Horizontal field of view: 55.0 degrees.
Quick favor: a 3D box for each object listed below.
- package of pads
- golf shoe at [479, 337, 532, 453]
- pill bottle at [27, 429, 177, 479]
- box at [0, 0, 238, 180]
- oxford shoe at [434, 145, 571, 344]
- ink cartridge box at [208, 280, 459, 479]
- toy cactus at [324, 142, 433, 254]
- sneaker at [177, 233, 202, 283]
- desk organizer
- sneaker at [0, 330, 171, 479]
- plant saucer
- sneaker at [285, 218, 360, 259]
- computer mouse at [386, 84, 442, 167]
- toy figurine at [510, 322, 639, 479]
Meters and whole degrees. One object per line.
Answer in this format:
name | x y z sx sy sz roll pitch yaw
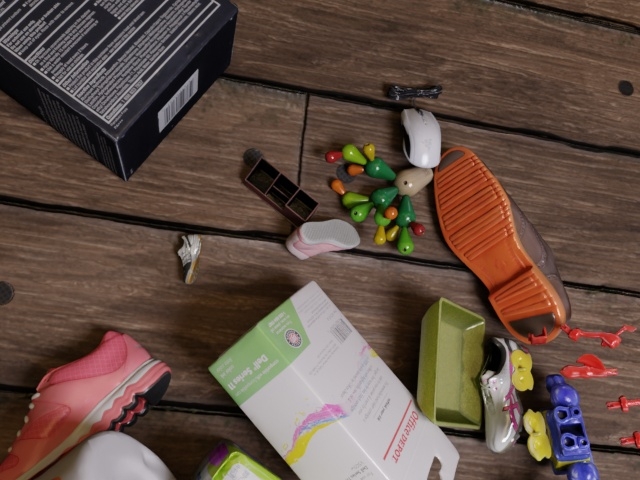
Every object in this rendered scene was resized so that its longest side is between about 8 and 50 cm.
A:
package of pads | -0.042 0.399 0.831 0.296 0.229 0.101 40 72 0
golf shoe | 0.290 0.252 1.014 0.085 0.067 0.186 24 66 -21
pill bottle | -0.356 0.428 0.725 0.392 0.224 0.224 -36 85 1
box | -0.337 -0.312 0.973 0.294 0.183 0.296 37 71 -2
oxford shoe | 0.316 0.001 1.074 0.132 0.130 0.364 -11 74 -50
ink cartridge box | 0.031 0.249 0.887 0.119 0.207 0.353 -43 86 25
toy cactus | 0.122 -0.090 1.063 0.180 0.112 0.219 -29 75 -26
sneaker | -0.215 0.030 0.996 0.036 0.032 0.083 5 70 4
desk organizer | -0.066 -0.080 1.039 0.130 0.050 0.047 39 72 0
sneaker | -0.370 0.257 0.880 0.314 0.116 0.136 -40 73 -21
plant saucer | 0.207 0.201 0.986 0.188 0.045 0.189 26 65 -51
sneaker | 0.000 0.000 1.039 0.134 0.070 0.051 1 64 -41
computer mouse | 0.181 -0.213 1.098 0.105 0.042 0.193 2 56 -11
toy figurine | 0.417 0.326 0.945 0.191 0.217 0.363 -13 65 12
